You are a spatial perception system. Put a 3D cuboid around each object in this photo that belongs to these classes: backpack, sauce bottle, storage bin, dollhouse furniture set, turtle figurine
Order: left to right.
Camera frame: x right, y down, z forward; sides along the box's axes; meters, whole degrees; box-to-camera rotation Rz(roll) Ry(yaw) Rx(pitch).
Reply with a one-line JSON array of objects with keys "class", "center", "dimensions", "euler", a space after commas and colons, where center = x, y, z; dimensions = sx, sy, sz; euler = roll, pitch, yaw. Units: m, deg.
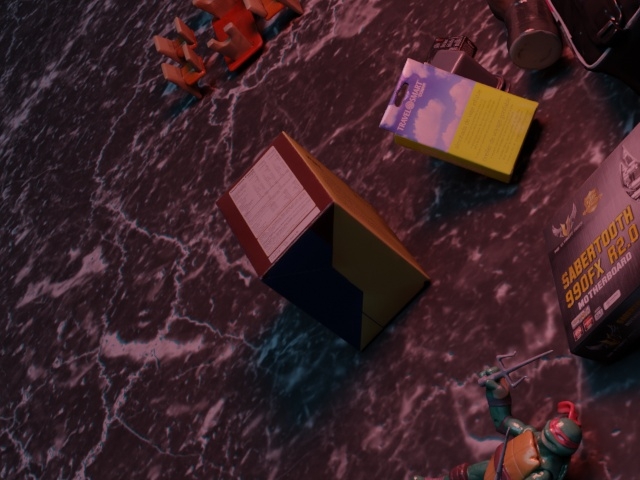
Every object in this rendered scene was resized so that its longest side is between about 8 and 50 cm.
[{"class": "dollhouse furniture set", "center": [-0.167, -0.415, 2.217], "dimensions": [0.262, 0.135, 0.259], "euler": [-37, 50, 21]}, {"class": "storage bin", "center": [0.181, -0.188, 1.635], "dimensions": [0.098, 0.091, 0.135], "euler": [15, 73, 52]}, {"class": "turtle figurine", "center": [0.190, 0.232, 1.248], "dimensions": [0.234, 0.118, 0.175], "euler": [-50, 18, 30]}, {"class": "sauce bottle", "center": [0.277, -0.372, 1.675], "dimensions": [0.111, 0.111, 0.344], "euler": [-29, 44, 29]}, {"class": "backpack", "center": [0.379, -0.318, 1.422], "dimensions": [0.225, 0.191, 0.253], "euler": [-56, 36, 30]}]

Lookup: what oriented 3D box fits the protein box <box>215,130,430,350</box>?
[{"class": "protein box", "center": [0.000, 0.000, 1.580], "dimensions": [0.136, 0.200, 0.201], "euler": [-46, 36, 9]}]

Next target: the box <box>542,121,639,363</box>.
[{"class": "box", "center": [0.332, -0.010, 1.275], "dimensions": [0.231, 0.056, 0.183], "euler": [-53, 29, 40]}]

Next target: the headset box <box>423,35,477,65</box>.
[{"class": "headset box", "center": [0.179, -0.250, 1.741], "dimensions": [0.062, 0.032, 0.083], "euler": [5, 64, 50]}]

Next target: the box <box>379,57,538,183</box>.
[{"class": "box", "center": [0.176, -0.154, 1.557], "dimensions": [0.178, 0.042, 0.109], "euler": [21, 76, 9]}]
